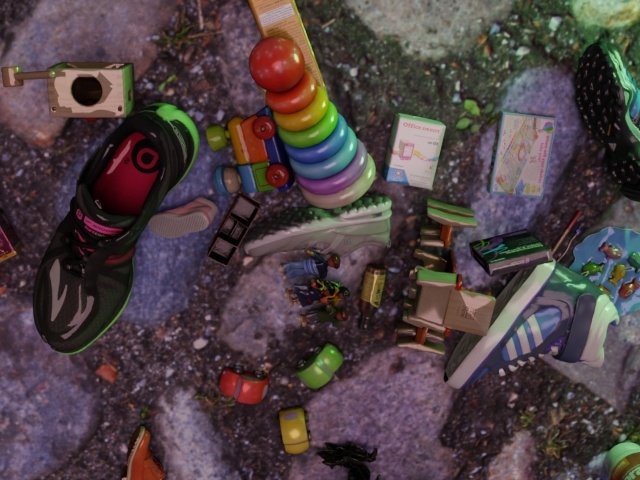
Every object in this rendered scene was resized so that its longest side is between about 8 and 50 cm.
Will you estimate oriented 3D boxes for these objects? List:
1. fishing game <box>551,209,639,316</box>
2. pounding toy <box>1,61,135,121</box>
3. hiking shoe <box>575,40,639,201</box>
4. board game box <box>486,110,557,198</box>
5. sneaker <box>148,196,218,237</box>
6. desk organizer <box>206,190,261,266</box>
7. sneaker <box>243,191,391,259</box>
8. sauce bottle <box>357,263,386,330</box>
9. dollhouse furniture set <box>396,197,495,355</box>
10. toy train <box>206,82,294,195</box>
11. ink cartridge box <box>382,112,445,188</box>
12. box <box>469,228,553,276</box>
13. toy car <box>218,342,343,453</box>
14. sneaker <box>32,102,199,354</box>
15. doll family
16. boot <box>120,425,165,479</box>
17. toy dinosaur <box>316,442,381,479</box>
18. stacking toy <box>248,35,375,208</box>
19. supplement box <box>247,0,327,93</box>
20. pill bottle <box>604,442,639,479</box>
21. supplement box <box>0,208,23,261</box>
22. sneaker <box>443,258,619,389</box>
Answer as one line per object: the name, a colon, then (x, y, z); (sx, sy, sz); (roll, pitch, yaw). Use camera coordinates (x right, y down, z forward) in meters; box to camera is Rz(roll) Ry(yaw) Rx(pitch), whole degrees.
fishing game: (0.565, 0.066, 1.794); (0.264, 0.041, 0.189); (31, 102, -9)
pounding toy: (-0.428, -0.247, 1.564); (0.206, 0.181, 0.094); (-1, 106, -4)
hiking shoe: (0.565, -0.225, 1.698); (0.132, 0.113, 0.304); (-28, 101, -28)
board game box: (0.373, -0.159, 1.725); (0.104, 0.026, 0.154); (6, 105, -6)
sneaker: (-0.247, -0.044, 1.706); (0.134, 0.070, 0.051); (-6, 118, 28)
desk organizer: (-0.160, -0.020, 1.712); (0.047, 0.050, 0.130); (28, 101, -11)
sneaker: (0.000, 0.000, 1.703); (0.282, 0.105, 0.115); (-12, 112, 2)
sauce bottle: (0.096, 0.109, 1.772); (0.042, 0.042, 0.128); (8, 107, -6)
dollhouse furniture set: (0.229, 0.085, 1.663); (0.135, 0.259, 0.261); (12, 106, 3)
toy train: (-0.139, -0.201, 1.647); (0.144, 0.105, 0.247); (-11, 106, 13)
ink cartridge box: (0.170, -0.164, 1.696); (0.089, 0.052, 0.122); (9, 103, -6)
box: (0.346, 0.021, 1.702); (0.116, 0.162, 0.029); (-14, 105, 0)
toy car: (-0.049, 0.287, 1.803); (0.225, 0.053, 0.239); (-42, 104, 8)
sneaker: (-0.385, -0.025, 1.603); (0.185, 0.202, 0.482); (27, 99, 8)
doll family: (-0.001, 0.090, 1.722); (0.112, 0.076, 0.193); (-8, 146, 16)
boot: (-0.342, 0.435, 1.824); (0.085, 0.059, 0.157); (11, 113, -10)
toy dinosaur: (0.073, 0.526, 1.854); (0.322, 0.164, 0.218); (-25, 121, -16)
stacking toy: (-0.021, -0.208, 1.560); (0.141, 0.141, 0.330); (-26, 133, 3)
supplement box: (-0.061, -0.347, 1.617); (0.080, 0.078, 0.233); (-22, 105, 2)
pill bottle: (0.639, 0.486, 1.822); (0.121, 0.216, 0.121); (-1, 105, -4)
supplement box: (-0.582, -0.009, 1.683); (0.043, 0.055, 0.083); (-24, 105, 3)
sneaker: (0.417, 0.207, 1.763); (0.236, 0.130, 0.322); (36, 99, -5)
